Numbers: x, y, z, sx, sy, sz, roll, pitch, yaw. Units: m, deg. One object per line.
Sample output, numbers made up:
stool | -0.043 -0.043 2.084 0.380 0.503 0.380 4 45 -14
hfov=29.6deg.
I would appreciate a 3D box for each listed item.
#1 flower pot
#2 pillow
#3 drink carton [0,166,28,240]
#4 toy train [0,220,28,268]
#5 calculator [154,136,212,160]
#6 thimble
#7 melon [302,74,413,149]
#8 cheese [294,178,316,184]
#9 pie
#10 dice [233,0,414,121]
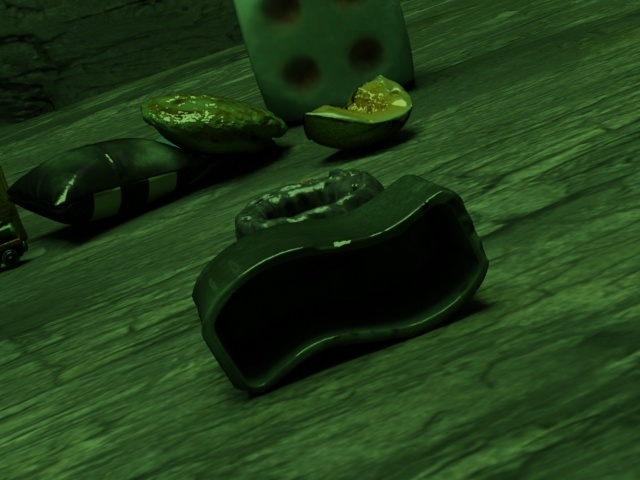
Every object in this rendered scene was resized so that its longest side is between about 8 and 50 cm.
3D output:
flower pot | 0.011 0.032 0.974 0.229 0.103 0.108 -21 15 -7
pillow | -0.303 -0.090 1.741 0.250 0.106 0.186 -20 19 -33
drink carton | -0.561 -0.145 1.759 0.111 0.351 0.154 -29 19 -35
toy train | -0.447 0.013 1.626 0.103 0.064 0.044 -20 14 -8
calculator | -0.212 -0.159 2.002 0.188 0.042 0.302 -4 24 44
thimble | 0.000 0.001 1.105 0.150 0.098 0.150 -17 16 5
melon | 0.061 -0.159 1.658 0.128 0.079 0.160 21 37 38
cheese | -0.020 -0.059 1.489 0.047 0.017 0.111 -15 15 -1
pie | -0.153 -0.171 1.813 0.201 0.090 0.248 15 11 19
dice | 0.004 -0.366 2.058 0.262 0.268 0.265 -17 15 3
